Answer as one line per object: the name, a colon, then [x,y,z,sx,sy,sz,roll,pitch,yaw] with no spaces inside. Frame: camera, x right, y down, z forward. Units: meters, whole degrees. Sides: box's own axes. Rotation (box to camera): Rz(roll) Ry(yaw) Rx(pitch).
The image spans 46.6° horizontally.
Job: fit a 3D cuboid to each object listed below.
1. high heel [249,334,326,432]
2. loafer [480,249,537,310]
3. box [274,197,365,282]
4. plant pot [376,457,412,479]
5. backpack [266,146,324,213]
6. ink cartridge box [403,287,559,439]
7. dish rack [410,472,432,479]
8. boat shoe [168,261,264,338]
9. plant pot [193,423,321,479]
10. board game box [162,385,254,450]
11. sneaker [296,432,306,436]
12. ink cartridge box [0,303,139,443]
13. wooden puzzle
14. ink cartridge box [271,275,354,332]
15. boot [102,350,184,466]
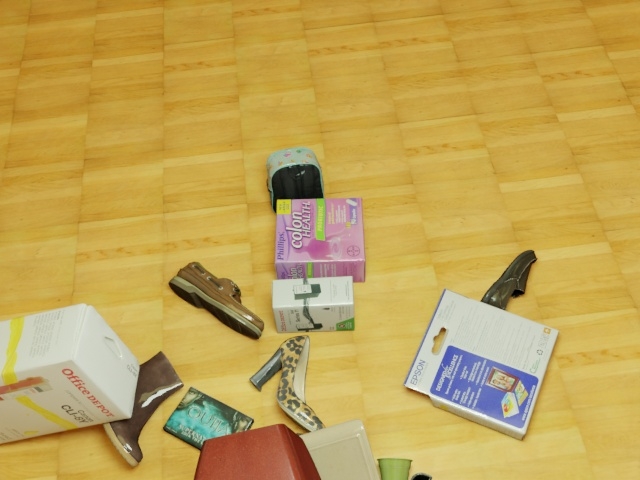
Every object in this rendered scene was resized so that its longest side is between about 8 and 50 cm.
high heel: [-0.031,0.349,1.828,0.186,0.093,0.261,-44,55,-17]
loafer: [0.515,0.115,1.984,0.078,0.080,0.220,40,70,15]
box: [0.000,0.000,2.057,0.243,0.117,0.213,-2,55,2]
plant pot: [0.169,0.543,1.704,0.083,0.083,0.079,2,68,4]
backpack: [-0.075,-0.185,2.145,0.166,0.188,0.144,-9,56,-2]
ink cartridge box: [0.403,0.303,1.861,0.307,0.072,0.303,19,60,18]
dish rack: [0.300,0.652,1.618,0.272,0.074,0.208,17,59,14]
boat shoe: [-0.260,0.147,1.972,0.307,0.110,0.104,29,63,21]
plant pot: [-0.127,0.533,1.564,0.268,0.267,0.235,-15,62,7]
board game box: [-0.273,0.449,1.815,0.186,0.026,0.126,23,60,17]
sneaker: [-0.032,0.483,1.756,0.189,0.066,0.071,-7,54,-3]
ink cartridge box: [-0.659,0.316,1.719,0.385,0.279,0.160,-13,47,10]
wooden puzzle: [0.023,0.547,1.679,0.221,0.044,0.238,-18,74,4]
ink cartridge box: [-0.018,0.168,1.921,0.209,0.153,0.086,-3,57,2]
boot: [-0.427,0.403,1.815,0.207,0.090,0.248,-29,55,-14]
